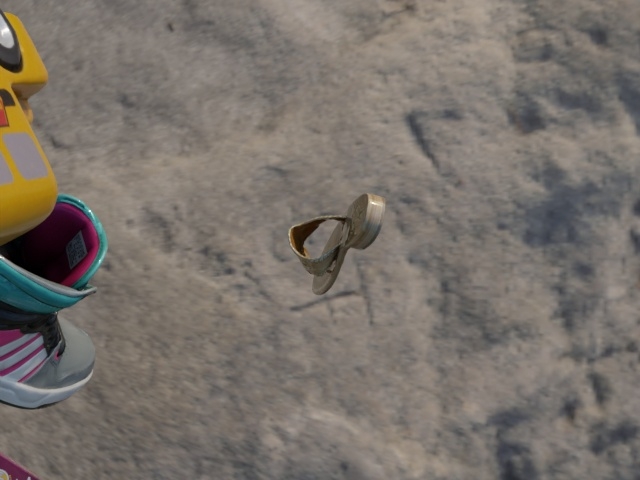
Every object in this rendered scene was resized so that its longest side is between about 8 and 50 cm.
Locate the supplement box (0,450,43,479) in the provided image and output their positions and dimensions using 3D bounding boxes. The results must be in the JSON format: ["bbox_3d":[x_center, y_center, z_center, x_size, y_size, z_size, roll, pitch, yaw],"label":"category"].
[{"bbox_3d":[-0.356,0.267,1.447,0.083,0.043,0.055,41,77,-32],"label":"supplement box"}]

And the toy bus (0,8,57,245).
[{"bbox_3d":[-0.218,-0.040,0.602,0.108,0.332,0.130,-27,93,12],"label":"toy bus"}]

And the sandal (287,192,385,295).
[{"bbox_3d":[0.001,-0.006,1.609,0.079,0.240,0.088,16,65,-14],"label":"sandal"}]

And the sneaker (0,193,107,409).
[{"bbox_3d":[-0.248,0.045,1.149,0.178,0.295,0.124,-37,66,12],"label":"sneaker"}]
